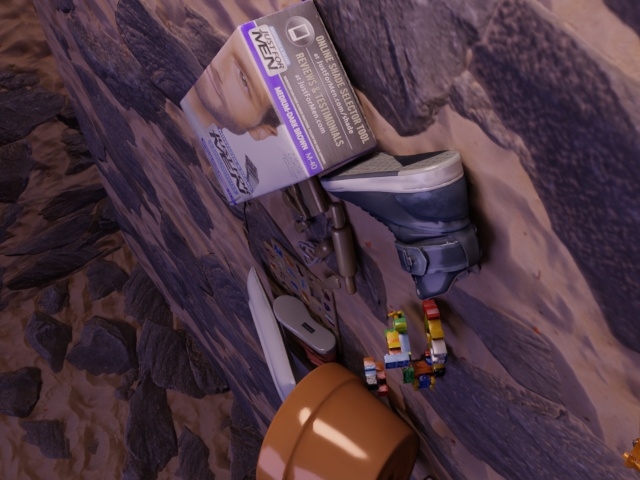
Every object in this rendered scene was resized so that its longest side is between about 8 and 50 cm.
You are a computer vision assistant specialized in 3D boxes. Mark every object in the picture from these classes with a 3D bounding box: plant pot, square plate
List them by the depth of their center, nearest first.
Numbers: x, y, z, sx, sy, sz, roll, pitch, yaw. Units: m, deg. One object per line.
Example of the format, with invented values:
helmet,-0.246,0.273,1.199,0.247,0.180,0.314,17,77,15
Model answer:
plant pot,0.049,0.403,1.173,0.204,0.291,0.290,22,142,31
square plate,-0.080,0.283,1.394,0.347,0.049,0.343,-116,7,-46

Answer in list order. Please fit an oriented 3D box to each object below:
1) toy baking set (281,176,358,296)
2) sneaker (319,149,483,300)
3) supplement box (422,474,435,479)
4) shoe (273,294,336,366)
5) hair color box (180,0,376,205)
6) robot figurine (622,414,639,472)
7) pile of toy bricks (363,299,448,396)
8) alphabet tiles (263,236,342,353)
toy baking set,0.003,0.001,1.019,0.197,0.030,0.256,35,144,57
sneaker,0.090,-0.017,0.718,0.226,0.086,0.163,14,130,59
supplement box,0.242,0.589,1.250,0.130,0.073,0.239,39,153,39
shoe,-0.033,0.191,1.285,0.178,0.064,0.081,38,149,34
hair color box,-0.077,-0.163,0.844,0.185,0.110,0.339,64,157,-8
robot figurine,0.321,0.133,0.427,0.211,0.085,0.290,42,155,33
pile of toy bricks,0.117,0.146,0.891,0.212,0.118,0.105,79,-177,-62
alphabet tiles,-0.040,0.102,1.277,0.237,0.009,0.198,41,154,37
